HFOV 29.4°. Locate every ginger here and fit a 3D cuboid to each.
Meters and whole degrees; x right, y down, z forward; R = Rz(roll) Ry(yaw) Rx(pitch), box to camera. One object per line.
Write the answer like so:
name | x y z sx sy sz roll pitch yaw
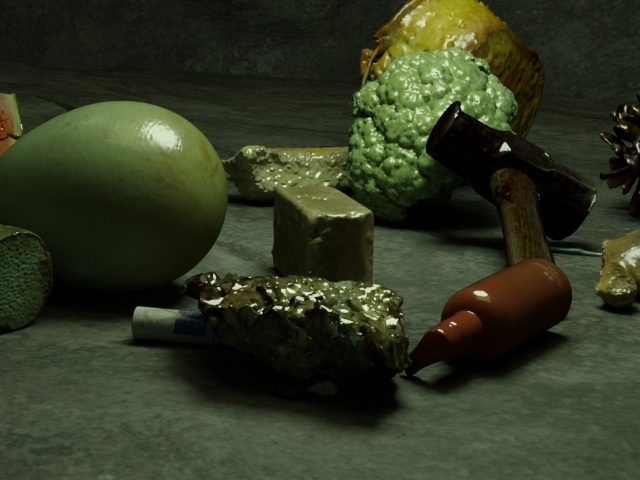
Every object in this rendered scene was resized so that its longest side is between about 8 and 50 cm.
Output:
ginger | 0.386 0.041 1.488 0.096 0.067 0.165 6 27 15

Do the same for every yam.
yam | -0.384 0.026 1.301 0.194 0.107 0.107 12 17 36

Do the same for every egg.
egg | -0.252 -0.047 1.401 0.295 0.219 0.218 -7 11 12

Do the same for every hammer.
hammer | 0.252 -0.023 1.564 0.242 0.095 0.409 30 26 -11

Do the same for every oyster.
oyster | -0.017 0.076 1.167 0.198 0.092 0.259 3 21 -30

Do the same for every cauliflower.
cauliflower | 0.170 -0.154 1.879 0.275 0.250 0.272 -10 58 1

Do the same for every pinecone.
pinecone | 0.550 -0.130 1.946 0.229 0.201 0.202 43 2 15

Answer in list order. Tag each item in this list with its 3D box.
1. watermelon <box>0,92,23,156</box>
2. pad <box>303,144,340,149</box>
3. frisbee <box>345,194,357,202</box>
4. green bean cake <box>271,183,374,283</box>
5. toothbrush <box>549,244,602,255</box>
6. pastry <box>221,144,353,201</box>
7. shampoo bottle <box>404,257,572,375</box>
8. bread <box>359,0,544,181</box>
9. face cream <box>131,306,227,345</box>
watermelon | -0.521 -0.120 1.849 0.128 0.159 0.303 34 15 3
pad | -0.041 -0.141 2.092 0.211 0.003 0.143 -7 -5 32
frisbee | 0.048 -0.056 1.914 0.110 0.014 0.110 3 13 -1
green bean cake | 0.000 0.000 1.475 0.085 0.109 0.179 -1 15 -17
toothbrush | 0.346 0.011 1.697 0.167 0.014 0.011 6 23 14
pastry | -0.030 -0.111 1.948 0.258 0.089 0.121 -6 -10 -31
shampoo bottle | 0.174 0.079 1.251 0.085 0.086 0.244 12 18 34
bread | 0.232 -0.265 2.131 0.204 0.337 0.358 26 4 38
face cream | -0.125 0.090 1.241 0.130 0.034 0.034 6 14 7
